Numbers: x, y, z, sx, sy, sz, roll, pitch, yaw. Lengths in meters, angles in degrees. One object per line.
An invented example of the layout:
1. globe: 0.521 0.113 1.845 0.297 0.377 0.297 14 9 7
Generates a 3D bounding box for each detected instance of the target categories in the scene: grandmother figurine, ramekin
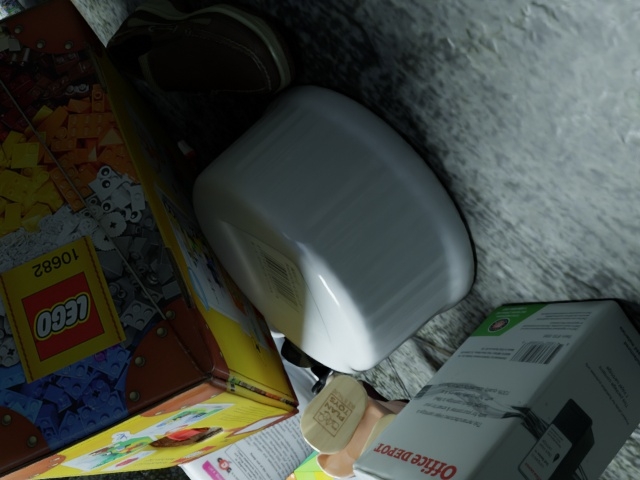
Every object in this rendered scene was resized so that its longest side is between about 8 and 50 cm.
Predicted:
1. grandmother figurine: 0.091 0.217 0.808 0.208 0.104 0.342 42 -177 28
2. ramekin: 0.000 0.000 0.712 0.277 0.135 0.277 40 157 21

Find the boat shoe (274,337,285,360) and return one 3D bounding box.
1. boat shoe: -0.123 0.273 1.340 0.102 0.108 0.301 33 135 45

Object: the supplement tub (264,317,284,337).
1. supplement tub: -0.083 0.124 1.166 0.071 0.071 0.107 50 159 -4

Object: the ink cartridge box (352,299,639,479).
1. ink cartridge box: 0.147 0.148 0.576 0.087 0.208 0.153 52 159 -10

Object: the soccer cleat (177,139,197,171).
1. soccer cleat: -0.197 -0.115 1.045 0.035 0.029 0.083 54 156 11

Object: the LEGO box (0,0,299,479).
1. LEGO box: -0.207 0.047 0.804 0.500 0.193 0.372 69 176 -73

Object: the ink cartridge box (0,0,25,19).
1. ink cartridge box: -0.498 -0.357 1.208 0.115 0.029 0.063 45 158 10

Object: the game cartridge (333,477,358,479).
1. game cartridge: 0.172 0.467 1.205 0.297 0.062 0.198 44 146 3

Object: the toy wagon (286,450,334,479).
1. toy wagon: 0.009 0.460 1.387 0.267 0.068 0.344 -14 97 35

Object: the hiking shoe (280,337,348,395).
1. hiking shoe: -0.003 0.107 0.923 0.086 0.114 0.227 24 148 46

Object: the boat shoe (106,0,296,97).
1. boat shoe: -0.130 -0.176 0.718 0.257 0.095 0.095 24 148 47

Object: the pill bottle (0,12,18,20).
1. pill bottle: -0.374 -0.193 1.067 0.283 0.161 0.161 45 158 10

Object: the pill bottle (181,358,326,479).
1. pill bottle: -0.087 0.313 1.200 0.160 0.283 0.160 40 157 21
